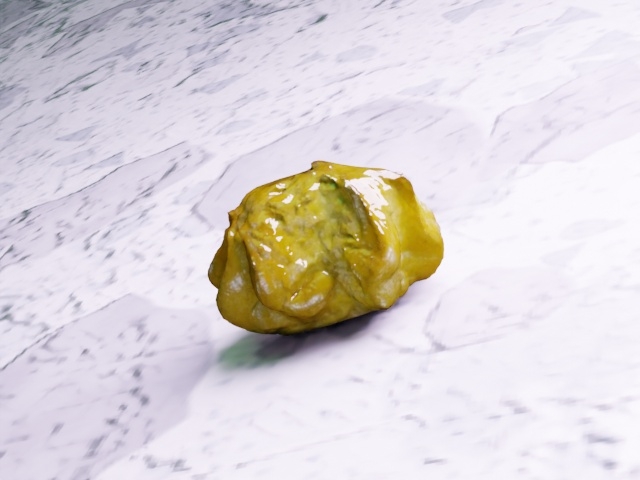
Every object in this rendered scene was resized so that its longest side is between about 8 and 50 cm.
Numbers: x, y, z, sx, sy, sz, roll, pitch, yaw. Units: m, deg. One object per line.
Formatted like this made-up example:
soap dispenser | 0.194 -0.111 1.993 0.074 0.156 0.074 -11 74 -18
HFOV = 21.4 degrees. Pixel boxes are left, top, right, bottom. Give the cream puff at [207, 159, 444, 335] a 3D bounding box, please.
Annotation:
cream puff | 0.000 0.000 0.617 0.083 0.058 0.083 -34 22 -36
